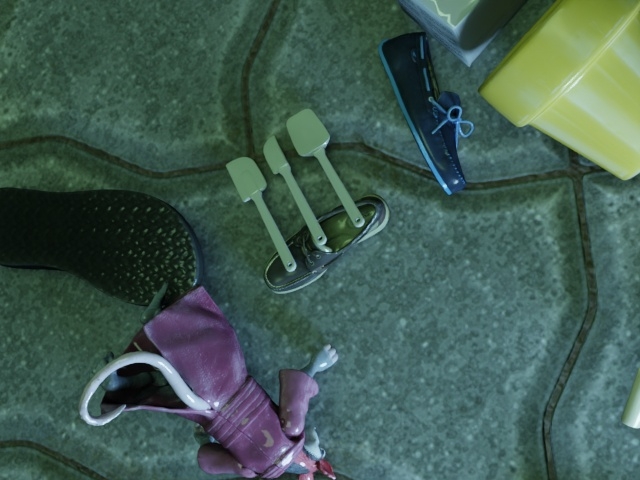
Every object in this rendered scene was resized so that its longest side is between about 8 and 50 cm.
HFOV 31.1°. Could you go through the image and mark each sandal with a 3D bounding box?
[{"bbox_3d":[-0.355,-0.004,1.820,0.446,0.107,0.167,12,88,28],"label":"sandal"}]

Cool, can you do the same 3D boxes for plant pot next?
[{"bbox_3d":[0.386,-0.220,1.580,0.239,0.254,0.254,43,95,-1],"label":"plant pot"}]

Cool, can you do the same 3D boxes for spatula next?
[{"bbox_3d":[-0.036,-0.079,1.737,0.168,0.019,0.242,-32,54,5],"label":"spatula"}]

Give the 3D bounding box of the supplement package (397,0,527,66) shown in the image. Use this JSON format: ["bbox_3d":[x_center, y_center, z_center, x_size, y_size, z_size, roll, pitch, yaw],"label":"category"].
[{"bbox_3d":[0.213,-0.390,1.652,0.149,0.203,0.194,42,95,15],"label":"supplement package"}]

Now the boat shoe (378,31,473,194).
[{"bbox_3d":[0.166,-0.197,1.695,0.089,0.109,0.258,-23,81,7],"label":"boat shoe"}]

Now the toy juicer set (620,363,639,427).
[{"bbox_3d":[0.538,0.246,1.566,0.329,0.089,0.209,38,107,7],"label":"toy juicer set"}]

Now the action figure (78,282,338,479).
[{"bbox_3d":[-0.119,0.228,1.628,0.370,0.276,0.248,40,100,-4],"label":"action figure"}]

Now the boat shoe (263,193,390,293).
[{"bbox_3d":[0.001,0.001,1.730,0.223,0.073,0.080,-33,77,9],"label":"boat shoe"}]
